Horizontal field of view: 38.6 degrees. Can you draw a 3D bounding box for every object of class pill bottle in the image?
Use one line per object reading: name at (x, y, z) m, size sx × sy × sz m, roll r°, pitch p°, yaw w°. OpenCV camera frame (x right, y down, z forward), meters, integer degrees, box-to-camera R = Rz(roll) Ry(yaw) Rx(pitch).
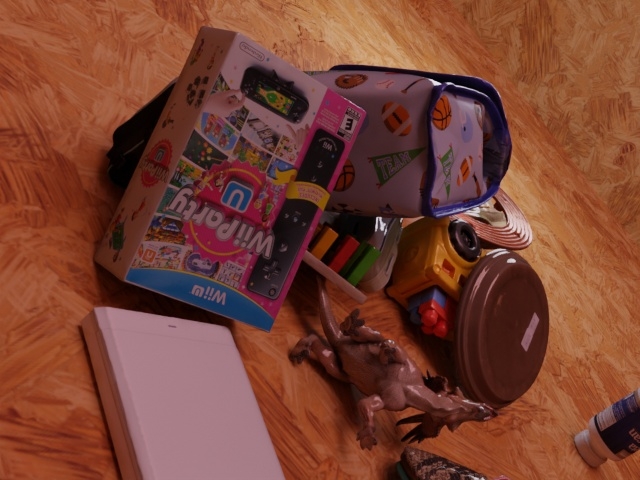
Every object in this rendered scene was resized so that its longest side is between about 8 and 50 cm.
pill bottle at (0.565, 0.355, 1.715) m, size 0.094 × 0.169 × 0.094 m, roll 36°, pitch 29°, yaw -24°

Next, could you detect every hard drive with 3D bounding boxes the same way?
hard drive at (-0.129, 0.218, 0.966) m, size 0.203 × 0.040 × 0.307 m, roll 16°, pitch 40°, yaw -48°

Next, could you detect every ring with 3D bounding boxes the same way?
ring at (0.263, -0.089, 1.760) m, size 0.336 × 0.032 × 0.336 m, roll 26°, pitch 28°, yaw -15°

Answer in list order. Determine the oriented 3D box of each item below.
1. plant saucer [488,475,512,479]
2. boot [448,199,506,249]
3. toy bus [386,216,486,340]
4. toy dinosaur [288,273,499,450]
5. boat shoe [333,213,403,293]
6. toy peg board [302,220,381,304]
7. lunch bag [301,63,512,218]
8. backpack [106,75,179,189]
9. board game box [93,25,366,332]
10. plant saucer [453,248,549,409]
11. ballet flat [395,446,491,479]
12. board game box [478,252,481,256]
plant saucer at (0.152, 0.418, 1.004) m, size 0.259 × 0.048 × 0.258 m, roll -12°, pitch 58°, yaw -20°
boot at (0.298, -0.083, 1.974) m, size 0.262 × 0.095 × 0.203 m, roll 4°, pitch 47°, yaw -47°
toy bus at (0.222, 0.095, 1.579) m, size 0.220 × 0.149 × 0.211 m, roll 40°, pitch 40°, yaw -24°
toy dinosaur at (0.083, 0.182, 1.266) m, size 0.296 × 0.127 × 0.200 m, roll 44°, pitch 11°, yaw 28°
boat shoe at (0.088, -0.012, 1.568) m, size 0.094 × 0.109 × 0.302 m, roll 67°, pitch 24°, yaw -21°
toy peg board at (0.000, 0.000, 1.335) m, size 0.160 × 0.079 × 0.161 m, roll 38°, pitch -2°, yaw -22°
lunch bag at (0.107, -0.162, 1.477) m, size 0.385 × 0.328 × 0.239 m, roll -6°, pitch 104°, yaw -62°
backpack at (-0.164, -0.113, 1.210) m, size 0.188 × 0.166 × 0.144 m, roll 37°, pitch 35°, yaw -30°
board game box at (-0.102, -0.068, 1.100) m, size 0.224 × 0.303 × 0.097 m, roll 25°, pitch 0°, yaw -40°
plant saucer at (0.320, 0.153, 1.566) m, size 0.278 × 0.041 × 0.278 m, roll -3°, pitch 94°, yaw -48°
ballet flat at (0.269, 0.443, 1.118) m, size 0.483 × 0.182 × 0.164 m, roll 64°, pitch 8°, yaw 30°
board game box at (0.378, 0.085, 1.948) m, size 0.154 × 0.026 × 0.103 m, roll 22°, pitch 37°, yaw -44°
